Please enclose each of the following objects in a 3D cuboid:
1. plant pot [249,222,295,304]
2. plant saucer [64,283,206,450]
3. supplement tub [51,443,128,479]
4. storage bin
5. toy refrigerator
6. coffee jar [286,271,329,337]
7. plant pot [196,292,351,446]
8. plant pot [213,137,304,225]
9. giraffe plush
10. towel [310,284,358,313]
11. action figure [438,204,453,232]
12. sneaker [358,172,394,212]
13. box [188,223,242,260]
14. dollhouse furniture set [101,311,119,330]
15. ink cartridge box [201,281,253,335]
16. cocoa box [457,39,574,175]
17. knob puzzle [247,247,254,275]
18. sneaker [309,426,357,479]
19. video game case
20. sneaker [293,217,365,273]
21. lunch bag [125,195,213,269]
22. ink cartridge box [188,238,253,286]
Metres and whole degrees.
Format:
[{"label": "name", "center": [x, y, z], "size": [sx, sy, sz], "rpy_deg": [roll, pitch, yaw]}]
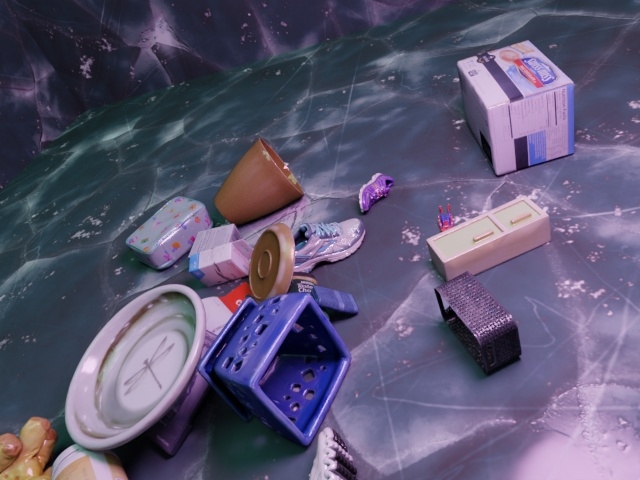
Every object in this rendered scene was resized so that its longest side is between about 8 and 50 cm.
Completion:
[{"label": "plant pot", "center": [-0.138, 0.066, 1.354], "size": [0.236, 0.032, 0.237], "rpy_deg": [-26, 59, 54]}, {"label": "plant saucer", "center": [-0.401, 0.291, 1.171], "size": [0.400, 0.100, 0.401], "rpy_deg": [-23, 41, 21]}, {"label": "supplement tub", "center": [-0.463, 0.521, 1.034], "size": [0.144, 0.144, 0.199], "rpy_deg": [-38, 39, -17]}, {"label": "storage bin", "center": [0.322, 0.165, 1.051], "size": [0.084, 0.122, 0.180], "rpy_deg": [-27, 37, -4]}, {"label": "toy refrigerator", "center": [0.405, -0.003, 1.234], "size": [0.269, 0.094, 0.102], "rpy_deg": [-24, 36, 0]}, {"label": "coffee jar", "center": [-0.042, 0.156, 1.287], "size": [0.096, 0.079, 0.184], "rpy_deg": [6, 32, -19]}, {"label": "plant pot", "center": [-0.104, 0.263, 1.089], "size": [0.212, 0.236, 0.236], "rpy_deg": [-1, 43, 38]}, {"label": "plant pot", "center": [-0.225, -0.172, 1.706], "size": [0.254, 0.237, 0.237], "rpy_deg": [-37, 36, 7]}, {"label": "giraffe plush", "center": [-0.645, 0.531, 1.130], "size": [0.170, 0.182, 0.210], "rpy_deg": [24, 44, 20]}, {"label": "towel", "center": [0.034, 0.149, 1.250], "size": [0.029, 0.119, 0.067], "rpy_deg": [-59, 31, 24]}, {"label": "action figure", "center": [0.342, -0.055, 1.389], "size": [0.038, 0.030, 0.115], "rpy_deg": [-7, 42, 14]}, {"label": "sneaker", "center": [0.173, -0.151, 1.568], "size": [0.071, 0.068, 0.170], "rpy_deg": [14, 50, 32]}, {"label": "box", "center": [-0.334, 0.025, 1.628], "size": [0.137, 0.072, 0.126], "rpy_deg": [-11, 39, 16]}, {"label": "dollhouse furniture set", "center": [-0.514, 0.244, 1.413], "size": [0.129, 0.129, 0.184], "rpy_deg": [-24, 37, 1]}, {"label": "ink cartridge box", "center": [-0.270, 0.204, 1.391], "size": [0.232, 0.066, 0.189], "rpy_deg": [-41, 40, -15]}, {"label": "cocoa box", "center": [0.573, -0.401, 1.509], "size": [0.227, 0.232, 0.347], "rpy_deg": [-16, 38, 10]}, {"label": "knob puzzle", "center": [-0.140, 0.044, 1.532], "size": [0.213, 0.030, 0.213], "rpy_deg": [-15, 38, 12]}, {"label": "sneaker", "center": [0.003, 0.467, 0.885], "size": [0.118, 0.110, 0.292], "rpy_deg": [-23, 35, 17]}, {"label": "video game case", "center": [-0.334, 0.344, 1.227], "size": [0.196, 0.026, 0.274], "rpy_deg": [15, 66, 40]}, {"label": "sneaker", "center": [0.000, 0.000, 1.422], "size": [0.282, 0.122, 0.110], "rpy_deg": [-28, 38, -14]}, {"label": "lunch bag", "center": [-0.523, -0.033, 1.773], "size": [0.224, 0.108, 0.279], "rpy_deg": [14, 50, 43]}, {"label": "ink cartridge box", "center": [-0.283, 0.069, 1.501], "size": [0.180, 0.104, 0.060], "rpy_deg": [-17, 52, 17]}]
